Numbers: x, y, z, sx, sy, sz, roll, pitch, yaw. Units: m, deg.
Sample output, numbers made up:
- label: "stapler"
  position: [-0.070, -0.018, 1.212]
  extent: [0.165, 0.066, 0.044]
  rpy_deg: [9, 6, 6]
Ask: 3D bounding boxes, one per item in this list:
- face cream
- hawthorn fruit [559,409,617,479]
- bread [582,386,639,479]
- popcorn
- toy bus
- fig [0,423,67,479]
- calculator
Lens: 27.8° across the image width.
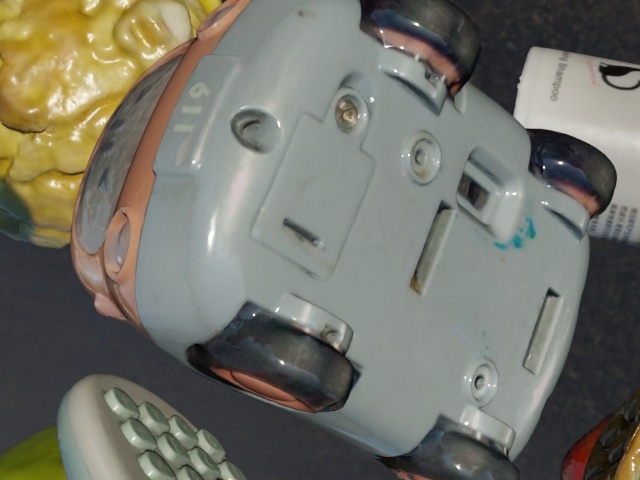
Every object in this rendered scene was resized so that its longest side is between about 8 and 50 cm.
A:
- label: "face cream"
  position: [0.332, -0.052, 1.010]
  extent: [0.369, 0.145, 0.145]
  rpy_deg: [10, 144, 9]
- label: "hawthorn fruit"
  position: [0.358, 0.278, 1.448]
  extent: [0.189, 0.189, 0.189]
  rpy_deg: [29, 148, 20]
- label: "bread"
  position: [0.219, 0.150, 0.928]
  extent: [0.024, 0.110, 0.110]
  rpy_deg: [30, 150, 1]
- label: "popcorn"
  position: [-0.264, -0.170, 1.565]
  extent: [0.354, 0.390, 0.344]
  rpy_deg: [15, -173, -34]
- label: "toy bus"
  position: [0.000, 0.000, 0.672]
  extent: [0.287, 0.194, 0.232]
  rpy_deg: [33, 164, -38]
- label: "fig"
  position: [-0.177, 0.230, 0.904]
  extent: [0.233, 0.233, 0.314]
  rpy_deg: [13, 174, 39]
- label: "calculator"
  position: [-0.030, 0.176, 0.589]
  extent: [0.295, 0.042, 0.184]
  rpy_deg: [52, -174, 33]
